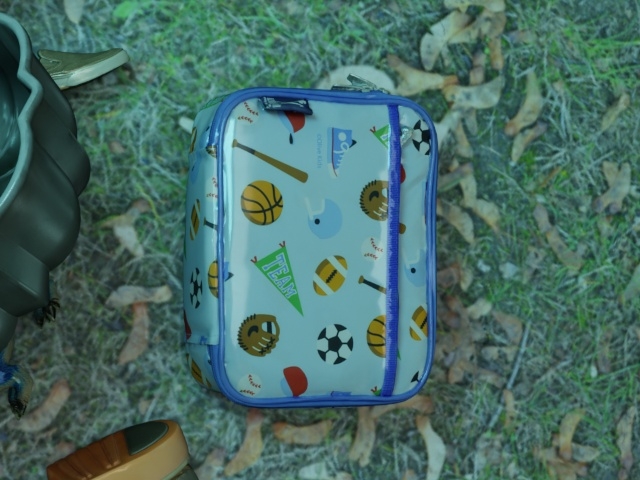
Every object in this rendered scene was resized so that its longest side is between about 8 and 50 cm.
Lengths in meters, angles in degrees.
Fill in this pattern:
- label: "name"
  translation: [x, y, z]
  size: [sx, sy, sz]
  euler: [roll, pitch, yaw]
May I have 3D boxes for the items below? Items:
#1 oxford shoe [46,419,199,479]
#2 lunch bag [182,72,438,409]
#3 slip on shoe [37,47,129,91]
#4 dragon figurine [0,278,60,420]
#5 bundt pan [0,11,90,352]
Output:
- label: "oxford shoe"
  translation: [-0.256, 0.287, 0.963]
  size: [0.363, 0.130, 0.133]
  euler: [-25, 103, -18]
- label: "lunch bag"
  translation: [0.000, 0.000, 1.068]
  size: [0.243, 0.115, 0.304]
  euler: [3, 89, -22]
- label: "slip on shoe"
  translation: [-0.235, -0.149, 1.020]
  size: [0.135, 0.051, 0.041]
  euler: [-22, 99, -11]
- label: "dragon figurine"
  translation: [-0.300, 0.061, 0.971]
  size: [0.144, 0.085, 0.289]
  euler: [19, 84, -19]
- label: "bundt pan"
  translation: [-0.310, -0.019, 0.871]
  size: [0.331, 0.330, 0.124]
  euler: [-58, 143, -12]
